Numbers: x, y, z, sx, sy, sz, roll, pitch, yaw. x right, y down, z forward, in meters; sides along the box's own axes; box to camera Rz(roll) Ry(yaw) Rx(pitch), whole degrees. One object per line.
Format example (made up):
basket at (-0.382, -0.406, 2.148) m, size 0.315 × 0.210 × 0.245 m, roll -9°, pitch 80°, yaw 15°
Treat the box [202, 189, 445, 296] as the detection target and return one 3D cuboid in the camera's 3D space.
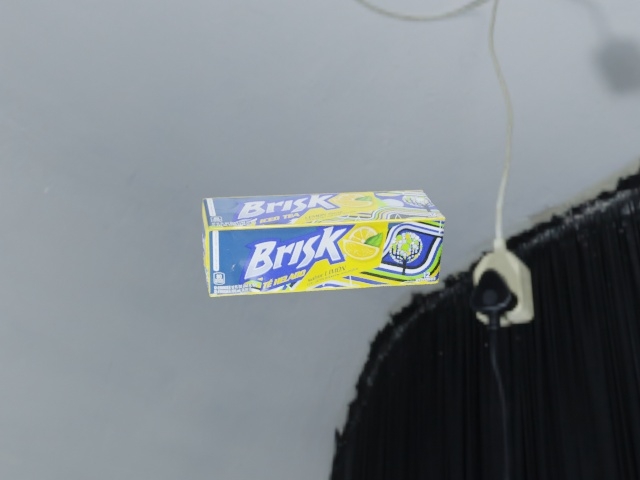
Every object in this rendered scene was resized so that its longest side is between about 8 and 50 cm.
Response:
box at (0.000, 0.000, 0.646) m, size 0.168 × 0.059 × 0.054 m, roll -3°, pitch 115°, yaw -11°
